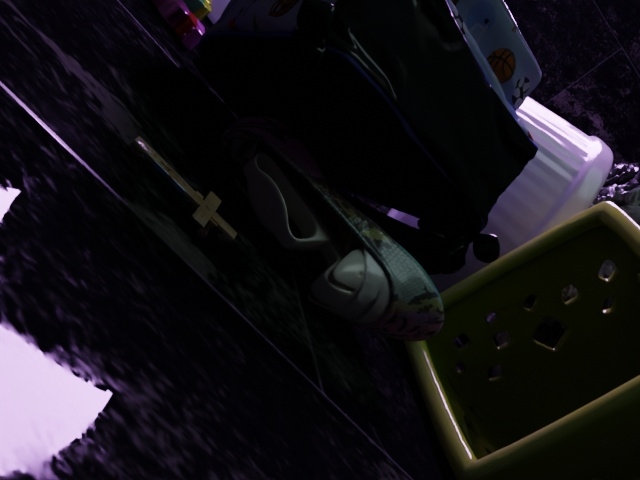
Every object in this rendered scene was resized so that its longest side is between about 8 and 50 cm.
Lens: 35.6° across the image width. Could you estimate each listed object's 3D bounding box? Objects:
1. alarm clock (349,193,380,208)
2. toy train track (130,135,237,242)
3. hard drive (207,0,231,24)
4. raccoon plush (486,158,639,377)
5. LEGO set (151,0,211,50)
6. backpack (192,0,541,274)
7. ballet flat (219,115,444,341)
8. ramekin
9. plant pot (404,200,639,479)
[{"bbox_3d":[0.040,-0.110,1.218,0.129,0.064,0.192,46,16,-32],"label":"alarm clock"},{"bbox_3d":[-0.085,-0.028,0.602,0.083,0.014,0.048,46,20,-9],"label":"toy train track"},{"bbox_3d":[-0.146,-0.367,1.278,0.233,0.047,0.353,52,11,-9],"label":"hard drive"},{"bbox_3d":[0.349,0.005,1.204,0.216,0.446,0.299,46,-12,-7],"label":"raccoon plush"},{"bbox_3d":[-0.126,-0.277,0.990,0.093,0.087,0.227,49,11,-22],"label":"LEGO set"},{"bbox_3d":[0.032,-0.140,0.838,0.263,0.213,0.276,13,-32,47],"label":"backpack"},{"bbox_3d":[0.000,0.000,0.743,0.221,0.077,0.079,49,29,2],"label":"ballet flat"},{"bbox_3d":[0.170,-0.037,1.063,0.127,0.273,0.273,41,12,-3],"label":"ramekin"},{"bbox_3d":[0.227,0.141,0.851,0.207,0.228,0.227,56,10,-30],"label":"plant pot"}]
